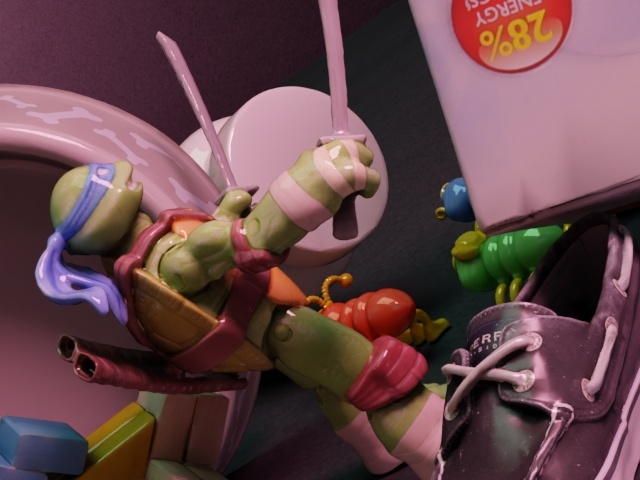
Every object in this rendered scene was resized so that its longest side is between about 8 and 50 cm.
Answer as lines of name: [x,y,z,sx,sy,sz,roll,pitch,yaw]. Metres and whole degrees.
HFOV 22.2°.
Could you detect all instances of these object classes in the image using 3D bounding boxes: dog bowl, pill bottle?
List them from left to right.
dog bowl: [-0.207,0.073,1.056,0.349,0.348,0.102,-32,9,1]
pill bottle: [-0.068,-0.003,1.279,0.162,0.162,0.278,-40,2,-35]

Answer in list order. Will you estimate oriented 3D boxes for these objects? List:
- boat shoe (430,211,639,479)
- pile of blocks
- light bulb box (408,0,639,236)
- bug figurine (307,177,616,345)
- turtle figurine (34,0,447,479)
boat shoe: [0.103,0.080,0.792,0.108,0.102,0.301,-21,16,40]
pile of blocks: [-0.188,0.196,0.880,0.362,0.149,0.113,-43,24,-14]
light bulb box: [0.224,-0.226,0.906,0.358,0.361,0.225,-20,-4,24]
bug figurine: [0.115,-0.002,1.159,0.216,0.072,0.279,-20,16,43]
turtle figurine: [0.000,0.000,0.914,0.198,0.266,0.274,-32,22,40]
